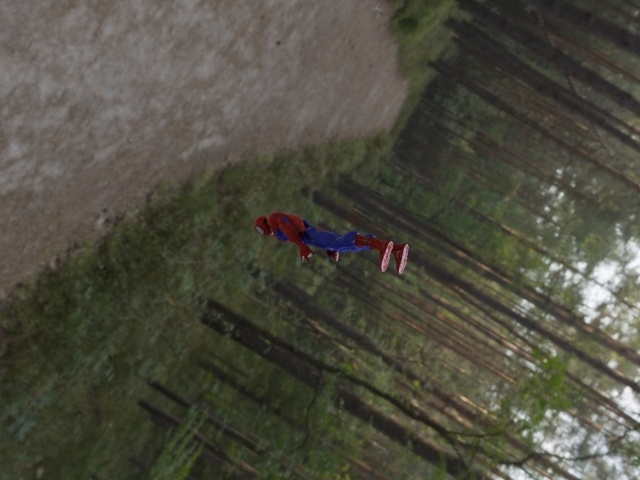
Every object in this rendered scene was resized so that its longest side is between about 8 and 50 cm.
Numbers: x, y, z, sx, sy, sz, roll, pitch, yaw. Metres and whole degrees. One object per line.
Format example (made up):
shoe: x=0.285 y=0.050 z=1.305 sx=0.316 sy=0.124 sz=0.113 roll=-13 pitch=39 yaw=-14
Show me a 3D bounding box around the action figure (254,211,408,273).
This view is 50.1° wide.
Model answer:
action figure: x=0.000 y=0.000 z=0.457 sx=0.038 sy=0.115 sz=0.030 roll=1 pitch=104 yaw=-55
